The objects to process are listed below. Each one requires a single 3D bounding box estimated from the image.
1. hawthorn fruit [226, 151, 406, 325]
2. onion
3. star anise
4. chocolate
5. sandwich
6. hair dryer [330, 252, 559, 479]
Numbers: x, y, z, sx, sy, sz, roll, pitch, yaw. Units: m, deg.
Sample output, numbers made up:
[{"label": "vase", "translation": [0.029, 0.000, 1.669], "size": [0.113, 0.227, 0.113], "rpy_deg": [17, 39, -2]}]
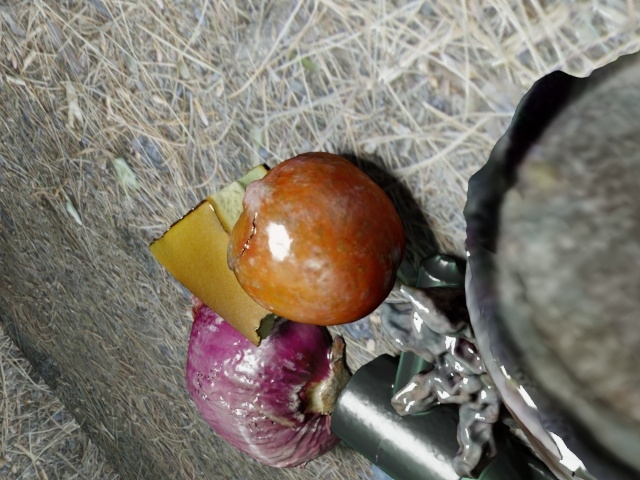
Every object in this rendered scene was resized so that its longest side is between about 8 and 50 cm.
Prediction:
[{"label": "hawthorn fruit", "translation": [0.000, 0.000, 0.825], "size": [0.173, 0.173, 0.172], "rpy_deg": [34, 144, 29]}, {"label": "onion", "translation": [-0.122, 0.186, 1.181], "size": [0.349, 0.159, 0.267], "rpy_deg": [17, 131, 44]}, {"label": "star anise", "translation": [0.156, 0.101, 0.720], "size": [0.283, 0.129, 0.212], "rpy_deg": [-24, 99, 43]}, {"label": "chocolate", "translation": [0.241, 0.050, 0.480], "size": [0.303, 0.303, 0.213], "rpy_deg": [31, 160, 32]}, {"label": "sandwich", "translation": [-0.100, 0.032, 1.040], "size": [0.186, 0.108, 0.220], "rpy_deg": [57, 147, -4]}, {"label": "hair dryer", "translation": [0.143, 0.159, 0.863], "size": [0.244, 0.116, 0.302], "rpy_deg": [30, 135, 30]}]
